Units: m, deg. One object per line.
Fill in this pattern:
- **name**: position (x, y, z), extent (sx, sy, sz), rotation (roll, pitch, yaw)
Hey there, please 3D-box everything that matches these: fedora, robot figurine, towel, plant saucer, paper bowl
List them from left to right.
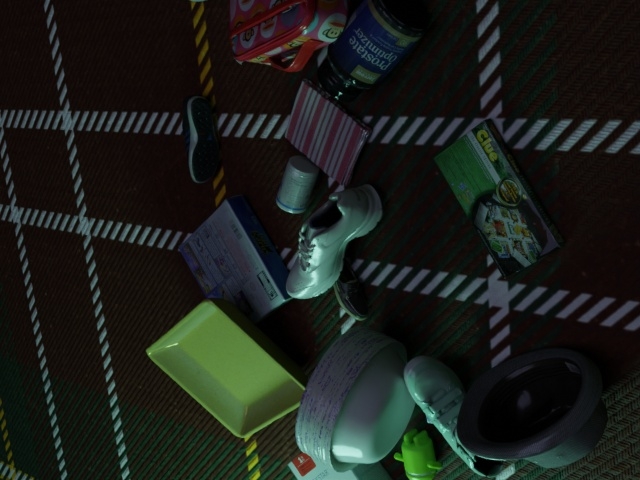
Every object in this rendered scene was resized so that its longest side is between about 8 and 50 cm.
- **plant saucer**: position (-0.208, 0.291, 2.075), extent (0.333, 0.081, 0.333), rotation (44, 135, -8)
- **towel**: position (0.011, -0.222, 1.790), extent (0.197, 0.029, 0.144), rotation (42, 129, 27)
- **paper bowl**: position (0.087, 0.324, 1.733), extent (0.148, 0.284, 0.284), rotation (24, 120, 28)
- **robot figurine**: position (0.206, 0.454, 1.821), extent (0.101, 0.067, 0.115), rotation (0, 105, 40)
- **fedora**: position (0.388, 0.312, 1.533), extent (0.275, 0.243, 0.124), rotation (-27, 115, 35)

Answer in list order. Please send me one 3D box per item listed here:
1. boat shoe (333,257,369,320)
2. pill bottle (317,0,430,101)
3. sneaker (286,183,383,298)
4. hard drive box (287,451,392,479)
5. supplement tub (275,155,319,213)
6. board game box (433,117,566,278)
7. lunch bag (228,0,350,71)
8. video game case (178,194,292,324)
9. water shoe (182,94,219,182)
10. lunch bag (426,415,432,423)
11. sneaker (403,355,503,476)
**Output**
- **boat shoe**: position (0.058, 0.096, 1.837), extent (0.152, 0.056, 0.049), rotation (57, 138, 11)
- **pill bottle**: position (0.090, -0.357, 1.601), extent (0.123, 0.123, 0.219), rotation (56, 133, 12)
- **sneaker**: position (0.000, 0.000, 1.776), extent (0.111, 0.129, 0.297), rotation (51, 122, 33)
- **hard drive box**: position (0.060, 0.550, 1.975), extent (0.232, 0.089, 0.181), rotation (54, 132, 15)
- **supplement tub**: position (-0.049, -0.118, 1.849), extent (0.071, 0.071, 0.107), rotation (38, 126, 26)
- **board game box**: position (0.316, -0.073, 1.562), extent (0.136, 0.030, 0.259), rotation (-36, 80, 46)
- **lunch bag**: position (-0.063, -0.445, 1.654), extent (0.293, 0.120, 0.258), rotation (-8, 80, 54)
- **video game case**: position (-0.196, 0.067, 2.054), extent (0.244, 0.061, 0.269), rotation (-39, 78, 43)
- **water shoe**: position (-0.282, -0.237, 2.034), extent (0.080, 0.073, 0.203), rotation (28, 120, 58)
- **lunch bag**: position (0.246, 0.326, 1.751), extent (0.071, 0.053, 0.083), rotation (-1, 114, 45)
- **sneaker**: position (0.260, 0.329, 1.634), extent (0.256, 0.094, 0.151), rotation (52, 177, -16)
